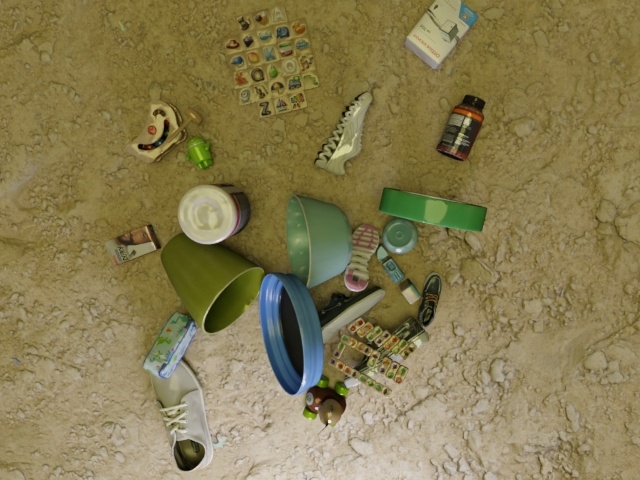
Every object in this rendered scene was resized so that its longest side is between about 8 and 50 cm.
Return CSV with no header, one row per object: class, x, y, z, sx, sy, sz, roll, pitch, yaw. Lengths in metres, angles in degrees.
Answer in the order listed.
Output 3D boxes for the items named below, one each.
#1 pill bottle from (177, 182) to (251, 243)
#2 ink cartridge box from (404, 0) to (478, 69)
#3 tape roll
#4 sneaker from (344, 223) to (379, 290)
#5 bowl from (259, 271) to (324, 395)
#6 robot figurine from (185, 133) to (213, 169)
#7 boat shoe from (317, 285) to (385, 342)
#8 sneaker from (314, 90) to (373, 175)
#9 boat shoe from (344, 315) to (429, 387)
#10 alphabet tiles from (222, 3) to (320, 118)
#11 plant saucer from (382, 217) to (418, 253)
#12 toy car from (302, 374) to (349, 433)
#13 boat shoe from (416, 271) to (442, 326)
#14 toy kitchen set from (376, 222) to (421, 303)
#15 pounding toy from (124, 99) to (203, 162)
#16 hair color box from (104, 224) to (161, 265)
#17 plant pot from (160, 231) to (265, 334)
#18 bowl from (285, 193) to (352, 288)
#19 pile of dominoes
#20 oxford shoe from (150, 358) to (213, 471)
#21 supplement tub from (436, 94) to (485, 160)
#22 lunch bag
pill bottle,-0.319,-0.093,1.645,0.176,0.318,0.177,1,97,4
ink cartridge box,0.381,-0.670,1.649,0.139,0.082,0.191,39,96,-1
tape roll,0.344,-0.098,1.599,0.321,0.321,0.077,11,99,2
sneaker,0.129,0.061,1.753,0.095,0.104,0.237,17,76,-2
bowl,-0.098,0.292,1.662,0.077,0.391,0.392,-8,97,-24
robot figurine,-0.409,-0.299,1.752,0.101,0.067,0.115,-21,96,26
boat shoe,0.058,0.237,1.767,0.340,0.127,0.113,-38,61,12
sneaker,0.096,-0.349,1.702,0.118,0.110,0.292,30,106,-8
boat shoe,0.210,0.381,1.784,0.335,0.121,0.119,-35,76,4
alphabet tiles,-0.163,-0.595,1.729,0.284,0.011,0.343,-13,96,6
plant saucer,0.259,-0.017,1.696,0.119,0.021,0.120,-3,80,15
toy car,0.016,0.577,1.770,0.148,0.188,0.155,19,98,1
boat shoe,0.375,0.202,1.754,0.065,0.083,0.184,14,98,2
toy kitchen set,0.299,0.072,1.724,0.166,0.122,0.207,-37,94,7
pounding toy,-0.536,-0.374,1.707,0.269,0.155,0.154,-38,98,7
hair color box,-0.658,0.017,1.815,0.167,0.053,0.093,-22,94,5
plant pot,-0.384,0.111,1.718,0.293,0.274,0.275,38,98,18
bowl,0.000,0.000,1.670,0.163,0.311,0.312,-5,97,-15
pile of dominoes,0.170,0.380,1.709,0.251,0.040,0.196,26,87,17
oxford shoe,-0.496,0.617,1.841,0.169,0.130,0.450,-16,94,9
supplement tub,0.459,-0.363,1.669,0.106,0.106,0.198,23,98,1
lunch bag,-0.507,0.358,1.764,0.090,0.176,0.219,27,67,1
